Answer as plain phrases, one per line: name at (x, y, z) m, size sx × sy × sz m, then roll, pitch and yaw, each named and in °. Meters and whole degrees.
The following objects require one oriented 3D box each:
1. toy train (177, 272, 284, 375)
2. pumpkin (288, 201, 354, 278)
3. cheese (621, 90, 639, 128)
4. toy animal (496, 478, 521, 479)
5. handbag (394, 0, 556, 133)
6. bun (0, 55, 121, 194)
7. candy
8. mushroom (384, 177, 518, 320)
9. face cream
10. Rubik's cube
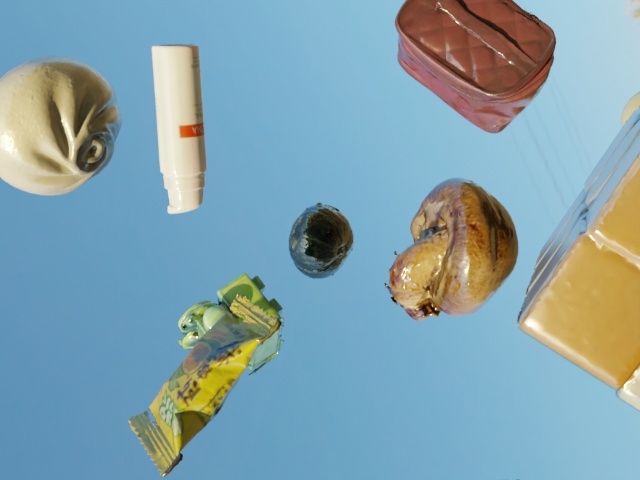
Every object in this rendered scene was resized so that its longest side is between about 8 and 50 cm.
toy train at (-0.184, 0.195, 1.599) m, size 0.188 × 0.271 × 0.159 m, roll -34°, pitch -110°, yaw -20°
pumpkin at (0.001, 0.001, 1.885) m, size 0.146 × 0.190 × 0.190 m, roll 31°, pitch -144°, yaw 15°
cheese at (0.638, -0.113, 1.334) m, size 0.328 × 0.351 × 0.129 m, roll 41°, pitch 180°, yaw 22°
toy animal at (0.159, 0.349, 0.823) m, size 0.094 × 0.186 × 0.214 m, roll 34°, pitch -100°, yaw 7°
handbag at (0.212, -0.269, 1.073) m, size 0.225 × 0.146 × 0.135 m, roll 43°, pitch 174°, yaw 17°
bun at (-0.311, -0.128, 0.912) m, size 0.120 × 0.173 × 0.173 m, roll 36°, pitch -151°, yaw 24°
candy at (-0.189, 0.227, 1.253) m, size 0.297 × 0.187 × 0.081 m, roll -49°, pitch -61°, yaw -10°
mushroom at (0.246, 0.026, 1.414) m, size 0.195 × 0.283 × 0.263 m, roll 20°, pitch -145°, yaw -31°
face cream at (-0.289, -0.230, 1.586) m, size 0.102 × 0.102 × 0.345 m, roll -27°, pitch -60°, yaw -53°
Rubik's cube at (0.444, 0.003, 0.769) m, size 0.344 × 0.346 × 0.347 m, roll 34°, pitch -158°, yaw 12°
